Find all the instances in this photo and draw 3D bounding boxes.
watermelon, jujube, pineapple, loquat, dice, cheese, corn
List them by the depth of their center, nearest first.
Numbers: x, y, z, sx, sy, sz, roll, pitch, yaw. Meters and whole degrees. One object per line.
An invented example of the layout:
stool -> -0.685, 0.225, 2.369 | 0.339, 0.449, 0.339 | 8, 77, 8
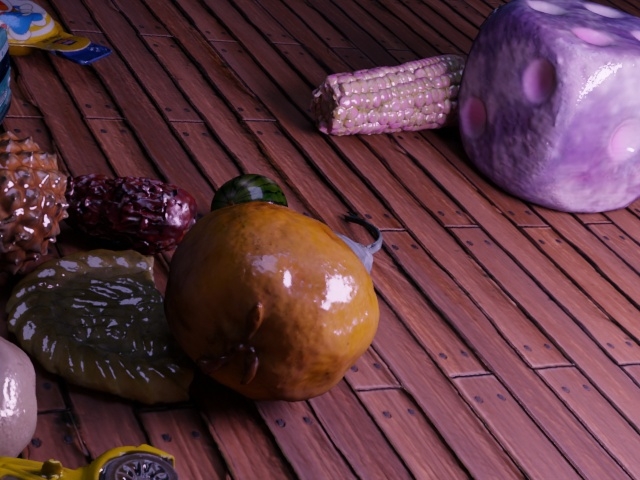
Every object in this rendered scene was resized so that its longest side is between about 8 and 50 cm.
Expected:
loquat -> -0.051, 0.059, 1.251 | 0.238, 0.193, 0.238 | 30, 23, -14
pineapple -> -0.360, -0.031, 1.321 | 0.166, 0.166, 0.193 | 13, 22, -3
jujube -> -0.232, -0.032, 1.455 | 0.165, 0.104, 0.104 | 9, 27, 6
watermelon -> -0.087, -0.037, 1.527 | 0.109, 0.109, 0.109 | 11, 28, -6
dice -> 0.393, -0.216, 1.901 | 0.270, 0.270, 0.271 | -3, 32, -30
cheese -> -0.461, -0.328, 1.911 | 0.270, 0.069, 0.177 | 22, 28, 14
corn -> 0.124, -0.227, 1.968 | 0.335, 0.127, 0.126 | -14, 39, -36

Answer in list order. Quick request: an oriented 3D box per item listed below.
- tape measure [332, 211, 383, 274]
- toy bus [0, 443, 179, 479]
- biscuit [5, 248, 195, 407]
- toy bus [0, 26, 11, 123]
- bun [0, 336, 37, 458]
tape measure -> 0.001, -0.001, 1.517 | 0.164, 0.084, 0.330 | 17, 29, -6
toy bus -> -0.228, 0.263, 0.856 | 0.152, 0.144, 0.330 | 21, 30, 14
biscuit -> -0.241, 0.082, 1.296 | 0.187, 0.036, 0.273 | 1, 30, -24
toy bus -> -0.547, -0.240, 1.627 | 0.256, 0.147, 0.128 | 11, 30, -4
bun -> -0.321, 0.149, 1.049 | 0.166, 0.113, 0.173 | -31, 50, 1
